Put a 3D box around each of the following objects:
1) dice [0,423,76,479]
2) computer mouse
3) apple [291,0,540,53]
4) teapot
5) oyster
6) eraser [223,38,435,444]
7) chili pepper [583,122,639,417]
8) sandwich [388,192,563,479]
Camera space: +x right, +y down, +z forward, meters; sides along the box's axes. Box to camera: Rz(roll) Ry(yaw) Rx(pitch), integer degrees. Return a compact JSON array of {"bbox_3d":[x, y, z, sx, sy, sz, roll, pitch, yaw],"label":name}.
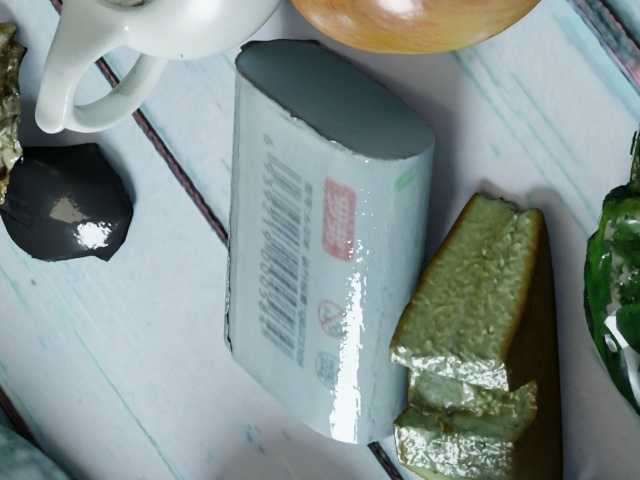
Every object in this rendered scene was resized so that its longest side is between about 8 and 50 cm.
[{"bbox_3d":[-0.353,0.383,1.596,0.348,0.330,0.328,39,135,21],"label":"dice"},{"bbox_3d":[-0.219,-0.029,1.439,0.172,0.057,0.099,12,117,42],"label":"computer mouse"},{"bbox_3d":[0.046,-0.202,1.004,0.209,0.164,0.209,24,126,37],"label":"apple"},{"bbox_3d":[-0.114,-0.201,1.176,0.208,0.166,0.299,26,119,18],"label":"teapot"},{"bbox_3d":[-0.270,-0.101,1.431,0.103,0.051,0.148,5,79,52],"label":"oyster"},{"bbox_3d":[0.000,0.000,1.210,0.174,0.081,0.227,41,138,43],"label":"eraser"},{"bbox_3d":[0.208,0.053,1.061,0.122,0.065,0.279,-17,101,39],"label":"chili pepper"},{"bbox_3d":[0.104,0.096,1.166,0.090,0.088,0.244,15,121,34],"label":"sandwich"}]
